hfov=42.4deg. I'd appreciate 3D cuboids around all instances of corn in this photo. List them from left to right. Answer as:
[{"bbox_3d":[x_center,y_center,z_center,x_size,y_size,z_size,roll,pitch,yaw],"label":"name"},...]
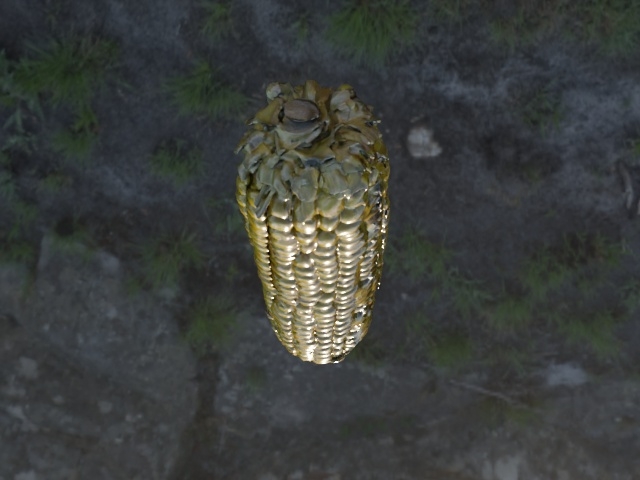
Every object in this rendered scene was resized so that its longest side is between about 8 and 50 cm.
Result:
[{"bbox_3d":[0.000,0.000,0.643,0.115,0.115,0.318,3,150,3],"label":"corn"}]
